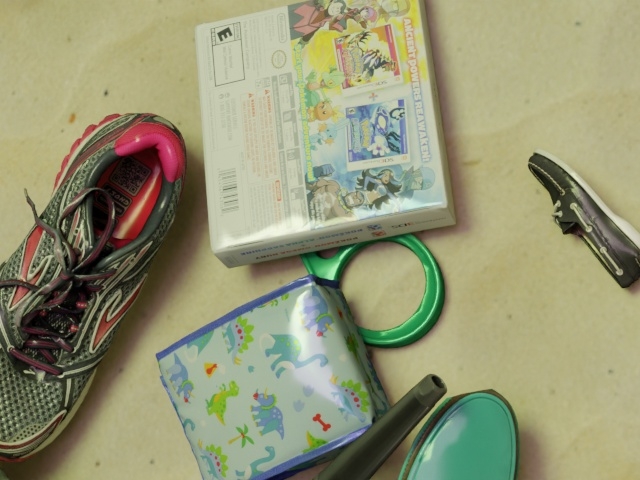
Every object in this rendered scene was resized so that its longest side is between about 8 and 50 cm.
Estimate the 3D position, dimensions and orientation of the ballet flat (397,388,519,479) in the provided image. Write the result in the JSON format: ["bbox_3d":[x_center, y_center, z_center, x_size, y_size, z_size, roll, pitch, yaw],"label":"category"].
[{"bbox_3d":[0.084,0.226,1.133,0.083,0.087,0.247,12,78,2],"label":"ballet flat"}]

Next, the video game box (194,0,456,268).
[{"bbox_3d":[0.001,-0.094,1.252,0.187,0.048,0.205,-12,67,14],"label":"video game box"}]

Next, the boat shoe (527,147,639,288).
[{"bbox_3d":[0.194,-0.017,1.182,0.038,0.046,0.125,-44,75,-1],"label":"boat shoe"}]

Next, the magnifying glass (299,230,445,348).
[{"bbox_3d":[0.000,0.000,1.259,0.231,0.026,0.092,37,91,22],"label":"magnifying glass"}]

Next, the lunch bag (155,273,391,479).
[{"bbox_3d":[-0.036,0.113,1.194,0.151,0.096,0.128,-26,77,11],"label":"lunch bag"}]

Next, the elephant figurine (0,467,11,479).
[{"bbox_3d":[-0.324,0.186,1.109,0.186,0.239,0.169,35,94,23],"label":"elephant figurine"}]

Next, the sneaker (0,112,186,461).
[{"bbox_3d":[-0.201,0.031,1.248,0.121,0.112,0.299,25,86,-15],"label":"sneaker"}]

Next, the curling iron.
[{"bbox_3d":[0.011,0.195,1.146,0.068,0.035,0.274,40,115,12],"label":"curling iron"}]
